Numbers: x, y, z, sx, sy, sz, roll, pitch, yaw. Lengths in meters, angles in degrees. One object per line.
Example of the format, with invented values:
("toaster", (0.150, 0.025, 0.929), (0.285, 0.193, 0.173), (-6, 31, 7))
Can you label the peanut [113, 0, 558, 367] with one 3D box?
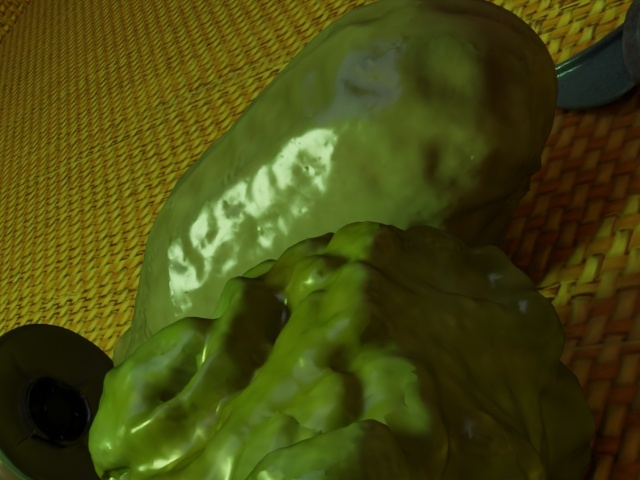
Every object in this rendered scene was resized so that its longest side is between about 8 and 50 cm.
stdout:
("peanut", (0.000, 0.000, 0.773), (0.387, 0.192, 0.169), (-44, 22, 27))

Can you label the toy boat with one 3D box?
("toy boat", (0.189, -0.116, 0.826), (0.122, 0.034, 0.096), (-33, 29, 46))

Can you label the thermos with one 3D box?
("thermos", (-0.287, 0.182, 1.012), (0.265, 0.146, 0.176), (-35, 35, 36))

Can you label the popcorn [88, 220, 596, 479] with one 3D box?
("popcorn", (-0.001, 0.122, 0.567), (0.242, 0.235, 0.250), (-61, -1, 29))
